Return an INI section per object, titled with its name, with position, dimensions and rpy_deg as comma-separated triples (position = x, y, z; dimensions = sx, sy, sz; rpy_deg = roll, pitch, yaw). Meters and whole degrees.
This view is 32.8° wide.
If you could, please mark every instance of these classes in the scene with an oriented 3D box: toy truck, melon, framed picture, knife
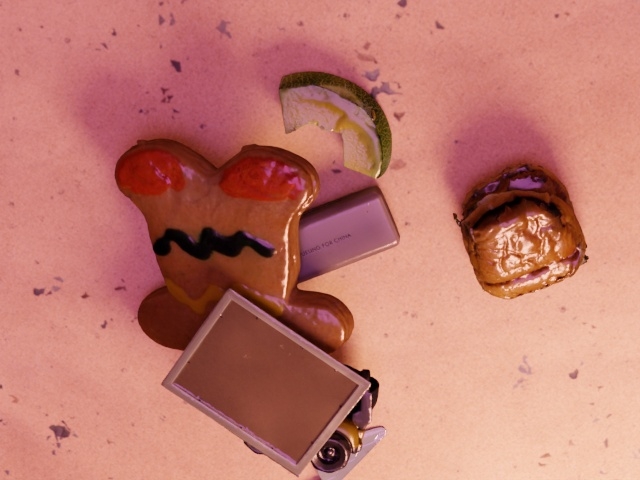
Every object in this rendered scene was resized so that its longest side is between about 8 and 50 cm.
[toy truck]
position = -0.023, 0.270, 1.804
dimensions = 0.224, 0.147, 0.165
rpy_deg = 14, 110, 1
[melon]
position = 0.025, -0.183, 1.670
dimensions = 0.210, 0.064, 0.118
rpy_deg = 24, 116, -4
[framed picture]
position = -0.087, 0.225, 1.711
dimensions = 0.274, 0.017, 0.217
rpy_deg = 36, 110, -4
[knife]
position = 0.019, 0.416, 1.924
dimensions = 0.063, 0.034, 0.260
rpy_deg = 36, 103, -4

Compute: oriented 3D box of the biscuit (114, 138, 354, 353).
[biscuit]
position = -0.136, 0.038, 1.699
dimensions = 0.368, 0.076, 0.393
rpy_deg = 5, 118, 17

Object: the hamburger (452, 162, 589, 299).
[hamburger]
position = 0.312, -0.006, 1.690
dimensions = 0.183, 0.130, 0.206
rpy_deg = -21, 111, 13

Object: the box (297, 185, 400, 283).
[box]
position = 0.000, 0.000, 1.744
dimensions = 0.244, 0.055, 0.103
rpy_deg = -21, 109, 10
